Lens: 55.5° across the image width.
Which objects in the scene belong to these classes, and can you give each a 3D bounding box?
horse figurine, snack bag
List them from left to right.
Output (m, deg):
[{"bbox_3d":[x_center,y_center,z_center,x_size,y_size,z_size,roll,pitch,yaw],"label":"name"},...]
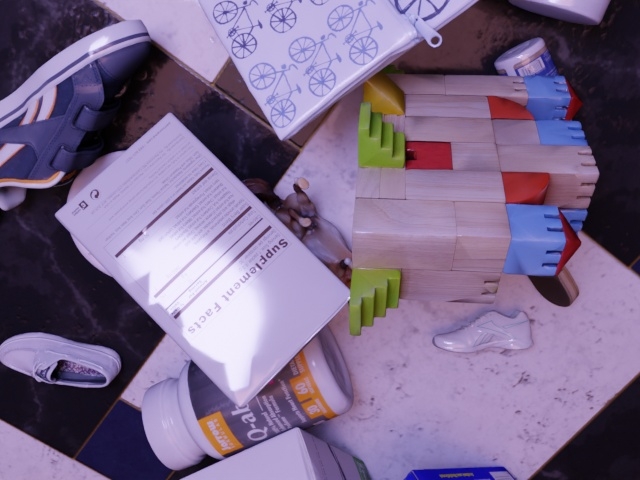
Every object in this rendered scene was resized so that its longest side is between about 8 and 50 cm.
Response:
[{"bbox_3d":[0.000,0.000,0.831,0.263,0.174,0.066,44,78,-7],"label":"horse figurine"},{"bbox_3d":[0.027,-0.318,0.665,0.343,0.037,0.323,-33,65,10],"label":"snack bag"}]

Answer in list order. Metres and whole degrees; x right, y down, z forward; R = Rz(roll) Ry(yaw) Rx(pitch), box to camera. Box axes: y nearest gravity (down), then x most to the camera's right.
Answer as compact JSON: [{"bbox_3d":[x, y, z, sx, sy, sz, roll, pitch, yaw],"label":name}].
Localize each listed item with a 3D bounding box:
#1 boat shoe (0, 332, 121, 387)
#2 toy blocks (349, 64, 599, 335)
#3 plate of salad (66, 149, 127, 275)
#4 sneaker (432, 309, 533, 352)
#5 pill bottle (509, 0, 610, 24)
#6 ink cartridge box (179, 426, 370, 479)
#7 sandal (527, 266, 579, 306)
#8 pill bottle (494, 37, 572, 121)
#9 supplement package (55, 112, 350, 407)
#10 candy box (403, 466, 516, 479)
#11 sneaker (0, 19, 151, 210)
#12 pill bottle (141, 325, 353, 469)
[{"bbox_3d":[-0.402,0.190,0.926,0.184,0.063,0.066,15,108,-6],"label":"boat shoe"},{"bbox_3d":[0.174,-0.070,0.677,0.261,0.381,0.190,3,135,6],"label":"toy blocks"},{"bbox_3d":[-0.262,-0.027,0.860,0.200,0.048,0.199,0,109,0],"label":"plate of salad"},{"bbox_3d":[0.244,0.137,0.926,0.152,0.054,0.061,-5,94,-2],"label":"sneaker"},{"bbox_3d":[0.312,-0.395,0.683,0.152,0.152,0.272,15,108,-6],"label":"pill bottle"},{"bbox_3d":[-0.048,0.393,0.904,0.198,0.114,0.273,-27,143,9],"label":"ink cartridge box"},{"bbox_3d":[0.316,-0.017,0.869,0.079,0.088,0.240,-44,114,-19],"label":"sandal"},{"bbox_3d":[0.282,-0.196,0.796,0.067,0.067,0.120,-29,107,9],"label":"pill bottle"},{"bbox_3d":[-0.128,0.030,0.735,0.293,0.177,0.175,45,81,5],"label":"supplement package"},{"bbox_3d":[0.163,0.508,0.955,0.268,0.122,0.317,17,114,-42],"label":"candy box"},{"bbox_3d":[-0.324,-0.152,0.778,0.321,0.126,0.127,-27,103,20],"label":"sneaker"},{"bbox_3d":[-0.105,0.222,0.889,0.279,0.162,0.162,-25,108,7],"label":"pill bottle"}]
